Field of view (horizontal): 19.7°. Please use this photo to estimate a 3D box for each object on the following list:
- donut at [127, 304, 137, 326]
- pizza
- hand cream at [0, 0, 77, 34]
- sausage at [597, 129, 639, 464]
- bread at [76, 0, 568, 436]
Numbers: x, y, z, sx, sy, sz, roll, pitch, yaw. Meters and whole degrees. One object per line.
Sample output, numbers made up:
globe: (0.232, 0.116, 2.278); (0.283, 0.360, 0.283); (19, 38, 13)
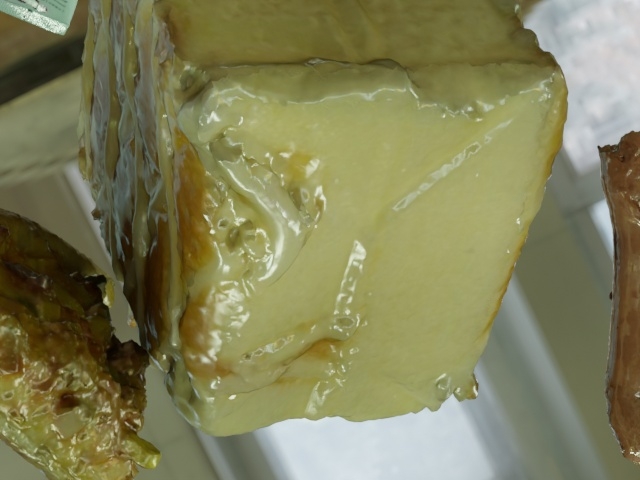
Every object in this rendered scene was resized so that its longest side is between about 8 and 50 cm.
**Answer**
donut: (-0.105, 0.044, 1.693); (0.152, 0.058, 0.152); (-9, 171, -1)
pizza: (-0.230, 0.044, 1.372); (0.087, 0.268, 0.258); (-38, -142, 11)
hand cream: (-0.246, -0.330, 1.872); (0.058, 0.085, 0.331); (-87, -156, -44)
sausage: (0.293, 0.051, 1.682); (0.078, 0.304, 0.078); (-2, -175, 0)
bread: (-0.023, -0.086, 1.413); (0.279, 0.371, 0.390); (-7, 140, -17)
